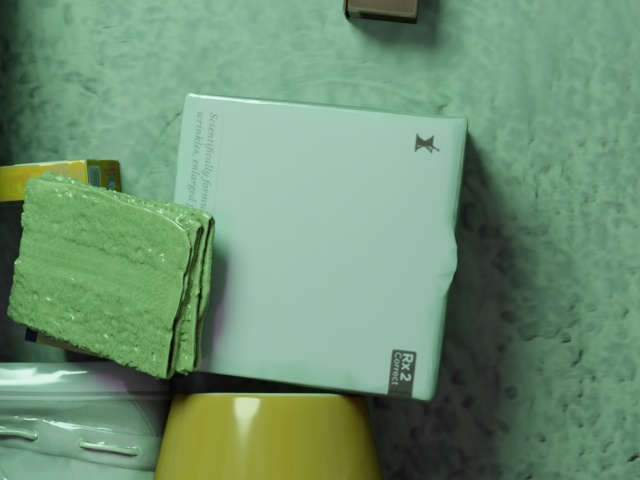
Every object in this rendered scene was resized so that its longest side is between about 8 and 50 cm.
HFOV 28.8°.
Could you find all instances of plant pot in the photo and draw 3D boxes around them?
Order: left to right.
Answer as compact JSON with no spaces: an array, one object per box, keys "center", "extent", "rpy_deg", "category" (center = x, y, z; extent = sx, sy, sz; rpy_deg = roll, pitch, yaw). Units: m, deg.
[{"center":[-0.034,0.194,0.810],"extent":[0.205,0.205,0.188],"rpy_deg":[0,83,6],"category":"plant pot"}]

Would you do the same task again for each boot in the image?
[{"center":[-0.233,0.148,0.868],"extent":[0.258,0.095,0.123],"rpy_deg":[-2,81,6],"category":"boot"}]

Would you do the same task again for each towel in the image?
[{"center":[-0.133,0.021,0.786],"extent":[0.148,0.027,0.110],"rpy_deg":[14,98,25],"category":"towel"}]

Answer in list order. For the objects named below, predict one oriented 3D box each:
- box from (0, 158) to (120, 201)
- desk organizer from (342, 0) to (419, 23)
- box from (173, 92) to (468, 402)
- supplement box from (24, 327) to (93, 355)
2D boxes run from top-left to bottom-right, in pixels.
[{"center":[-0.216,-0.039,0.869],"extent":[0.136,0.081,0.028],"rpy_deg":[-6,93,7],"category":"box"},{"center":[0.048,-0.215,0.847],"extent":[0.050,0.047,0.130],"rpy_deg":[7,94,4],"category":"desk organizer"},{"center":[0.000,0.000,0.828],"extent":[0.181,0.119,0.181],"rpy_deg":[7,94,6],"category":"box"},{"center":[-0.149,0.046,0.865],"extent":[0.083,0.083,0.056],"rpy_deg":[12,94,5],"category":"supplement box"}]
